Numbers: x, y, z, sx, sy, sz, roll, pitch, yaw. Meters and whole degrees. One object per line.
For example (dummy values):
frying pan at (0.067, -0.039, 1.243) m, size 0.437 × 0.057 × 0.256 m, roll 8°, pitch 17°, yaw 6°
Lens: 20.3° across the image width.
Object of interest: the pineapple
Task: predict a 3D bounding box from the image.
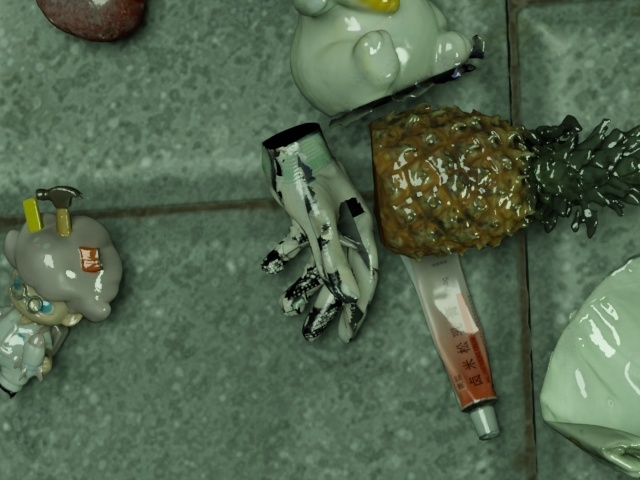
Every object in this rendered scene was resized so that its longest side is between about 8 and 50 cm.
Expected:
pineapple at (0.186, -0.068, 1.731) m, size 0.279 × 0.158 × 0.157 m, roll -8°, pitch 80°, yaw 2°

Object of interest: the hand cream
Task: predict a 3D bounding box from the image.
hand cream at (0.137, 0.092, 1.774) m, size 0.052 × 0.038 × 0.216 m, roll -13°, pitch 73°, yaw -17°

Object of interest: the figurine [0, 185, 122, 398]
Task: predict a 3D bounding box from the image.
figurine at (-0.278, 0.053, 1.837) m, size 0.137 × 0.112 × 0.229 m, roll 36°, pitch 104°, yaw 23°

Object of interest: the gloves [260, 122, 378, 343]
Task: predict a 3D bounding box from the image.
gloves at (0.005, -0.004, 1.776) m, size 0.127 × 0.111 × 0.212 m, roll -5°, pitch 113°, yaw 51°

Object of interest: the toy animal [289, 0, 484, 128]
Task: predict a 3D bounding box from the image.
toy animal at (0.020, -0.277, 1.759) m, size 0.183 × 0.247 × 0.310 m, roll -24°, pitch 92°, yaw -12°

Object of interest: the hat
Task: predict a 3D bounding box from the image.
hat at (0.370, 0.160, 1.668) m, size 0.301 × 0.168 × 0.258 m, roll 44°, pitch 76°, yaw -8°

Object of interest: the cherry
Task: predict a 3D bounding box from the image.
cherry at (-0.188, -0.262, 1.877) m, size 0.225 × 0.090 × 0.107 m, roll -4°, pitch 69°, yaw 3°
